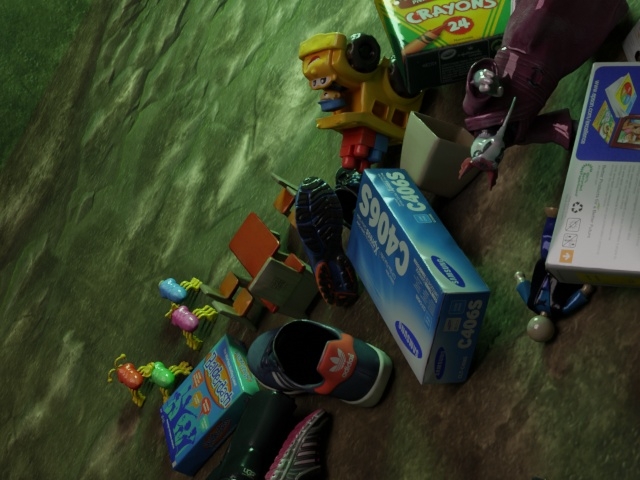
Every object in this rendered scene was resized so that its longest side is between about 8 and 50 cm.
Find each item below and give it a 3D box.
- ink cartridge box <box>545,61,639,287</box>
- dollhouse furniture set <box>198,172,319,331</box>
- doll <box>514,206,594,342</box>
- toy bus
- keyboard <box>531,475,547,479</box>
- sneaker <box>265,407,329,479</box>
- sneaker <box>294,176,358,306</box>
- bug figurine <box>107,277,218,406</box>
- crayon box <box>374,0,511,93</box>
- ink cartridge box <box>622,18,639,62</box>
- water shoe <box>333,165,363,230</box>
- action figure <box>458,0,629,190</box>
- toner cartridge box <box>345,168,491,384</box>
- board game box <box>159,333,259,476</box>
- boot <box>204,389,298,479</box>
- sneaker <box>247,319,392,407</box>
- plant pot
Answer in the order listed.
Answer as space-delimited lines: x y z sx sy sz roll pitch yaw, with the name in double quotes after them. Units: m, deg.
0.464 -0.084 1.558 0.307 0.072 0.303 6 69 33 "ink cartridge box"
-0.099 0.031 2.199 0.262 0.135 0.259 -56 33 8 "dollhouse furniture set"
0.320 0.049 1.699 0.129 0.046 0.189 3 75 44 "doll"
0.061 -0.230 2.111 0.149 0.220 0.211 -2 71 56 "toy bus"
0.256 0.389 1.559 0.108 0.023 0.180 6 71 55 "keyboard"
-0.024 0.343 1.943 0.170 0.075 0.063 -57 7 -35 "sneaker"
0.000 0.000 2.059 0.087 0.083 0.221 -141 38 -72 "sneaker"
-0.309 0.197 2.421 0.216 0.072 0.279 18 81 56 "bug figurine"
0.202 -0.387 2.052 0.202 0.081 0.318 -13 43 -2 "crayon box"
0.504 -0.288 1.721 0.179 0.045 0.145 123 151 -42 "ink cartridge box"
0.055 -0.082 2.124 0.073 0.080 0.203 -48 36 18 "water shoe"
0.285 -0.251 1.786 0.370 0.248 0.276 -59 32 -1 "action figure"
0.138 0.046 1.861 0.348 0.075 0.165 -119 33 -53 "toner cartridge box"
-0.201 0.296 2.224 0.210 0.047 0.160 -49 35 18 "board game box"
-0.129 0.365 2.041 0.207 0.094 0.246 -63 8 -34 "boot"
-0.040 0.179 1.999 0.350 0.148 0.131 -1 66 54 "sneaker"
0.188 -0.130 1.965 0.096 0.109 0.109 -64 31 19 "plant pot"
